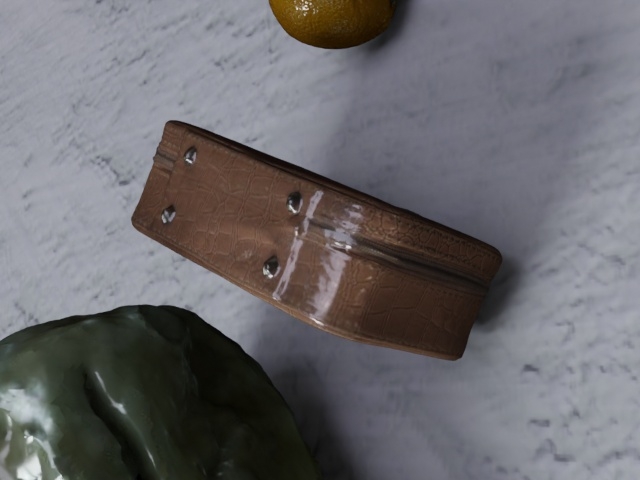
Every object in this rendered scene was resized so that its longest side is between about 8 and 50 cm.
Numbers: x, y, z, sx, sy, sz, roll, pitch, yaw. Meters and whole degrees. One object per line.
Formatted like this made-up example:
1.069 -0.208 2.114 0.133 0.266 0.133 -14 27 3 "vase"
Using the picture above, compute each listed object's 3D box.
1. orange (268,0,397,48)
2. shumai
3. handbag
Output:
0.008 -0.160 0.677 0.085 0.085 0.085 -12 72 42 "orange"
-0.057 0.146 0.578 0.222 0.225 0.260 -8 114 32 "shumai"
0.000 0.000 0.593 0.193 0.151 0.072 23 93 47 "handbag"
